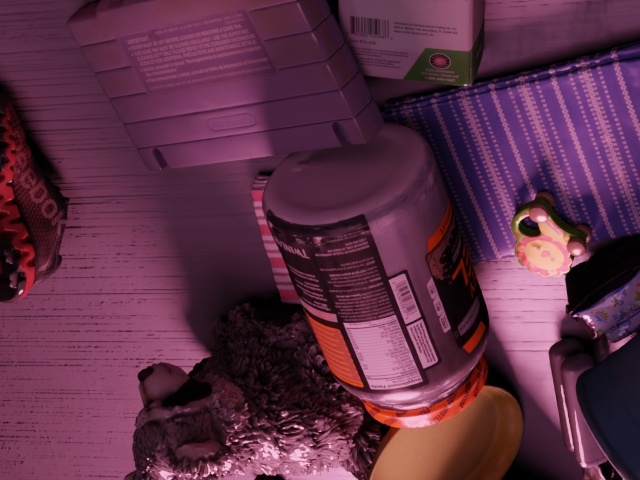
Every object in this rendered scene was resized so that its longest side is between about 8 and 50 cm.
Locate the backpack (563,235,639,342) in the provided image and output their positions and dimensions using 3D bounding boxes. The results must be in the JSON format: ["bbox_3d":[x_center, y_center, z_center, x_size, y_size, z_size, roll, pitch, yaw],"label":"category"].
[{"bbox_3d":[0.354,0.055,1.828,0.114,0.105,0.084,-37,114,27],"label":"backpack"}]

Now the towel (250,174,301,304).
[{"bbox_3d":[0.000,0.000,1.957,0.144,0.029,0.197,0,126,19],"label":"towel"}]

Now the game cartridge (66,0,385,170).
[{"bbox_3d":[-0.115,-0.200,1.785,0.355,0.068,0.230,-4,120,40],"label":"game cartridge"}]

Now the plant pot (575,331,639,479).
[{"bbox_3d":[0.481,0.176,1.783,0.272,0.271,0.255,40,112,-11],"label":"plant pot"}]

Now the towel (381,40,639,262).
[{"bbox_3d":[0.262,-0.096,1.801,0.336,0.040,0.243,-11,122,27],"label":"towel"}]

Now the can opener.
[{"bbox_3d":[0.362,0.246,1.993,0.095,0.076,0.283,-19,121,-8],"label":"can opener"}]

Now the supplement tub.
[{"bbox_3d":[0.077,0.047,1.828,0.207,0.207,0.338,-6,128,22],"label":"supplement tub"}]

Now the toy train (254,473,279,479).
[{"bbox_3d":[-0.024,0.378,2.228,0.158,0.027,0.036,29,117,-3],"label":"toy train"}]

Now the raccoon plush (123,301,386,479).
[{"bbox_3d":[-0.037,0.277,1.977,0.446,0.299,0.216,30,133,-4],"label":"raccoon plush"}]

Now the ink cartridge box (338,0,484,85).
[{"bbox_3d":[0.100,-0.283,1.684,0.153,0.087,0.208,9,127,14],"label":"ink cartridge box"}]

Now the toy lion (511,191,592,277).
[{"bbox_3d":[0.263,0.000,1.833,0.100,0.034,0.096,41,137,-14],"label":"toy lion"}]

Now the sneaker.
[{"bbox_3d":[-0.394,-0.065,2.000,0.098,0.135,0.276,-3,100,35],"label":"sneaker"}]

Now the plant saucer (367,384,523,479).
[{"bbox_3d":[0.155,0.277,2.012,0.037,0.241,0.241,46,146,44],"label":"plant saucer"}]
